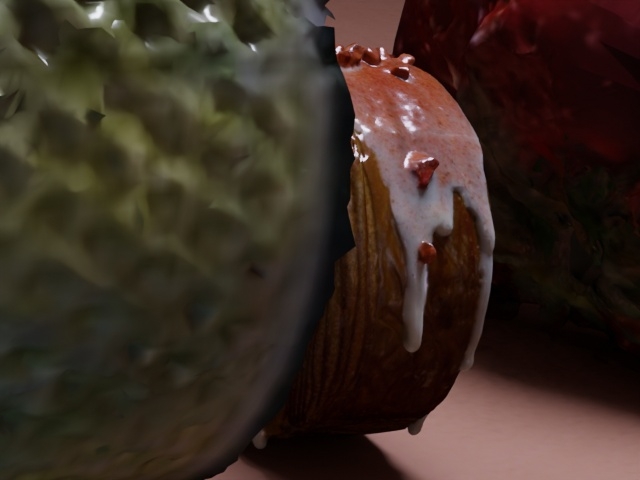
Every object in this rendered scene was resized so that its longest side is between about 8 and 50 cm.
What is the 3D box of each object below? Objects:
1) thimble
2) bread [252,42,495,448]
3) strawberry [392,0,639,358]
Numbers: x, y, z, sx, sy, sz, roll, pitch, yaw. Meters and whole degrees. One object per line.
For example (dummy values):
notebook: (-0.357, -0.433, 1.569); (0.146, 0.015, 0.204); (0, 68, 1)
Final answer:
thimble: (-0.133, -0.036, 0.522); (0.150, 0.271, 0.271); (-7, 21, -42)
bread: (0.000, 0.000, 0.664); (0.073, 0.160, 0.160); (3, 15, -29)
strawberry: (0.157, -0.078, 0.829); (0.274, 0.274, 0.220); (19, 51, 36)
